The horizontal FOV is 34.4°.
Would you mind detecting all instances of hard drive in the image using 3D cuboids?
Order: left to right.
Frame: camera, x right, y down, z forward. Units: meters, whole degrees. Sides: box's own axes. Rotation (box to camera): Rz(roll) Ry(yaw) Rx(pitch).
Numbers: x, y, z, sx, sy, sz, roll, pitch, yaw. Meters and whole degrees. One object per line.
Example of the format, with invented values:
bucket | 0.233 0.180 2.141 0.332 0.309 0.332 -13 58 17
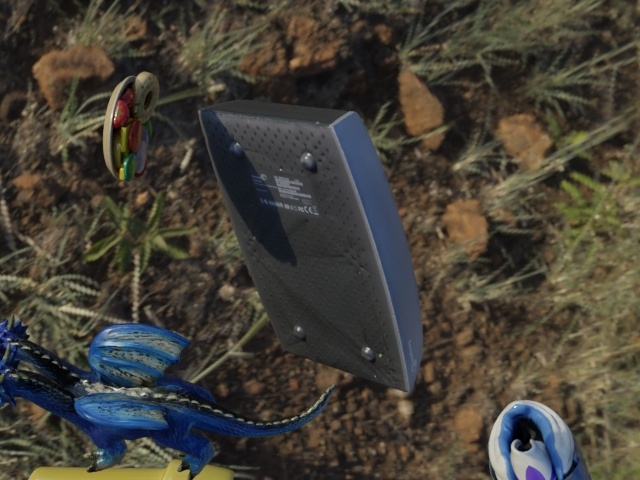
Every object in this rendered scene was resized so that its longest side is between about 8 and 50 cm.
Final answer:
hard drive | 0.000 0.000 0.870 0.054 0.172 0.255 -39 125 -34

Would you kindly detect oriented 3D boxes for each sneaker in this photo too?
sneaker | 0.274 0.351 1.248 0.236 0.130 0.323 53 27 -40

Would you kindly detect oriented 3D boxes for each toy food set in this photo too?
toy food set | -0.144 -0.085 0.790 0.020 0.083 0.083 8 22 6

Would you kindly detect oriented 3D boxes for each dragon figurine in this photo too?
dragon figurine | -0.143 0.123 0.819 0.289 0.144 0.085 1 56 14

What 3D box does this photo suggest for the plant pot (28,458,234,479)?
plant pot | -0.245 0.377 1.245 0.239 0.254 0.254 14 66 -2
